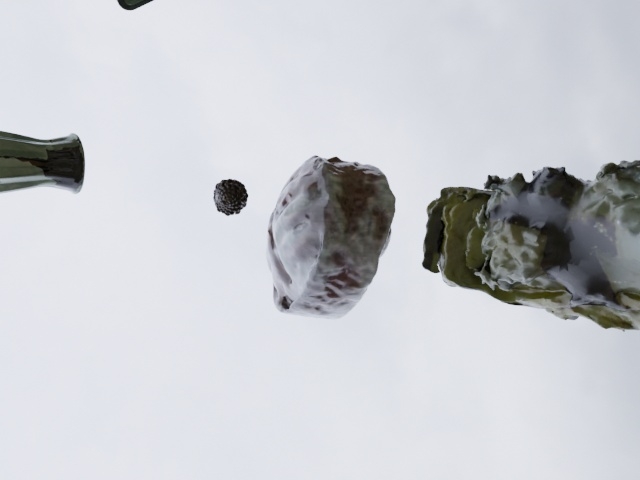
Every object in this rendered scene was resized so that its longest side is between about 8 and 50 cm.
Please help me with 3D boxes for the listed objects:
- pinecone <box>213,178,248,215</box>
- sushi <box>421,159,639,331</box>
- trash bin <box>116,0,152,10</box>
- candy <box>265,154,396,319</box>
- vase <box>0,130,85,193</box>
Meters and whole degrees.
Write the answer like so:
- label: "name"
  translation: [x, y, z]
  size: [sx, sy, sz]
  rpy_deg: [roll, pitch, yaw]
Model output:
- label: "pinecone"
  translation: [-0.182, -0.092, 1.155]
  size: [0.077, 0.077, 0.083]
  rpy_deg: [58, -156, -9]
- label: "sushi"
  translation: [0.213, 0.008, 0.457]
  size: [0.131, 0.290, 0.139]
  rpy_deg: [27, -110, -46]
- label: "trash bin"
  translation: [-0.421, -0.673, 1.213]
  size: [0.222, 0.158, 0.343]
  rpy_deg: [-33, -122, -15]
- label: "candy"
  translation: [0.000, 0.000, 0.845]
  size: [0.157, 0.289, 0.214]
  rpy_deg: [8, -123, -18]
- label: "vase"
  translation: [-0.593, -0.132, 0.936]
  size: [0.360, 0.165, 0.165]
  rpy_deg: [-6, -98, -41]
